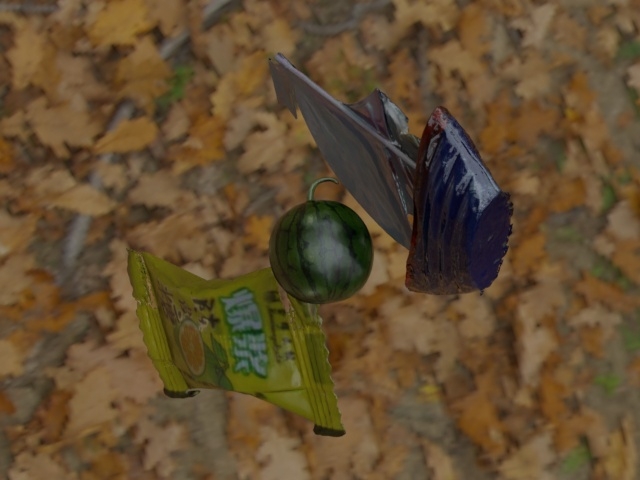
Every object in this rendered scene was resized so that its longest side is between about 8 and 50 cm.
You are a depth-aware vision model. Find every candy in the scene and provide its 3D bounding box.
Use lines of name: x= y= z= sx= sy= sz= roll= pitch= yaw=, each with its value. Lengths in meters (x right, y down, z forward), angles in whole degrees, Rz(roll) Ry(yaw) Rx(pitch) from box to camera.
candy: x=-0.097 y=0.102 z=1.730 sx=0.081 sy=0.297 sz=0.187 roll=-28 pitch=111 yaw=-40

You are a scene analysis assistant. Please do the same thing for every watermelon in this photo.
watermelon: x=-0.002 y=0.007 z=1.528 sx=0.109 sy=0.109 sz=0.109 roll=13 pitch=68 yaw=-34

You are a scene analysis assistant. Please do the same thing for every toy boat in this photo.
toy boat: x=0.055 y=-0.051 z=1.523 sx=0.072 sy=0.318 sz=0.219 roll=-32 pitch=121 yaw=-27
